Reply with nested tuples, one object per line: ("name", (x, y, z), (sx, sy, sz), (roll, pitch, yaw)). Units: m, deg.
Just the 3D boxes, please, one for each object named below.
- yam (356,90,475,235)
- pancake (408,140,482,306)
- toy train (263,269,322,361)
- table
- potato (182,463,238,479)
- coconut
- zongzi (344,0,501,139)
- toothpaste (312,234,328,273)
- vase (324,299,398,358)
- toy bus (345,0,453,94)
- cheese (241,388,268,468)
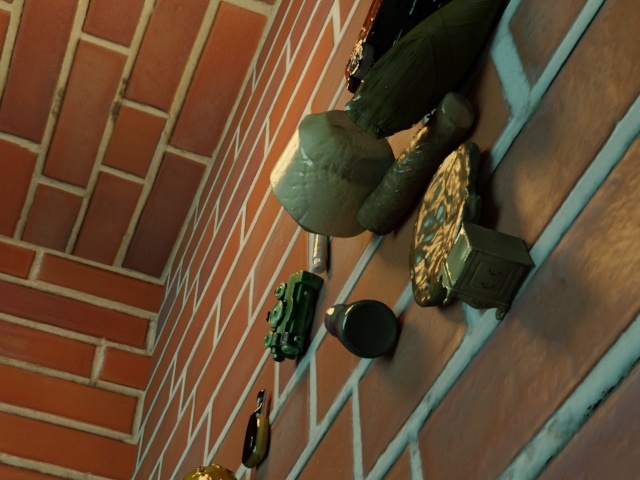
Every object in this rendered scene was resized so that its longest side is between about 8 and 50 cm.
("yam", (0.143, -0.111, 1.475), (0.299, 0.066, 0.066), (124, 158, -47))
("pancake", (0.171, -0.022, 1.314), (0.236, 0.042, 0.222), (-94, 20, -61))
("toy train", (-0.053, 0.149, 1.899), (0.105, 0.071, 0.178), (-25, 47, 56))
("table", (0.186, 0.036, 1.118), (0.062, 0.079, 0.083), (-94, 24, -59))
("potato", (-0.214, 0.559, 1.874), (0.173, 0.140, 0.300), (-59, 24, 21))
("coconut", (0.018, -0.104, 1.664), (0.202, 0.202, 0.222), (-91, 24, -50))
("zongzi", (0.165, -0.268, 1.396), (0.256, 0.115, 0.228), (-47, -5, 39))
("toothpaste", (0.000, 0.000, 1.947), (0.190, 0.031, 0.048), (-89, 18, -54))
("vase", (0.053, 0.131, 1.509), (0.214, 0.086, 0.086), (175, 112, -79))
("toy bus", (0.155, -0.389, 1.597), (0.153, 0.143, 0.329), (-102, 31, -62))
("cheese", (-0.127, 0.375, 1.968), (0.086, 0.036, 0.162), (119, 162, -48))
